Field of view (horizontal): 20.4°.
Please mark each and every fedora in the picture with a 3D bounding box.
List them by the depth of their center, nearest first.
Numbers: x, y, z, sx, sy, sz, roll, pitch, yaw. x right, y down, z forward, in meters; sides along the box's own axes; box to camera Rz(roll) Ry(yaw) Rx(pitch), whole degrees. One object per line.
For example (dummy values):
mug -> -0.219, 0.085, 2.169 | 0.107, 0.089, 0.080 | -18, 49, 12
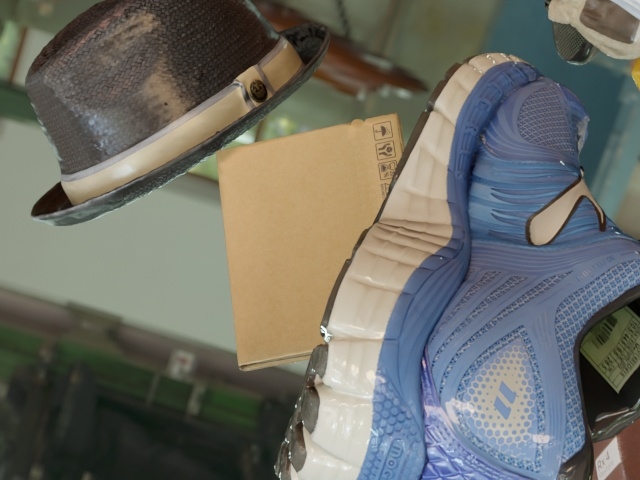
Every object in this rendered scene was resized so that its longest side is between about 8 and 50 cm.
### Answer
fedora -> -0.159, -0.157, 1.657 | 0.152, 0.334, 0.334 | 59, -176, -14

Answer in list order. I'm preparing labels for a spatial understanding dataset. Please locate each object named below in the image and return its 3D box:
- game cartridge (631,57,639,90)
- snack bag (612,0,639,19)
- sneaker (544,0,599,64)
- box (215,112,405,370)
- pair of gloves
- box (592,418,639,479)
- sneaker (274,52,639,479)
game cartridge -> 0.497, -0.255, 2.183 | 0.053, 0.323, 0.285 | 16, 159, 36
snack bag -> 0.408, -0.212, 1.393 | 0.323, 0.037, 0.342 | -34, -123, -23
sneaker -> 0.259, -0.281, 1.944 | 0.130, 0.227, 0.087 | -25, -130, -25
box -> 0.000, 0.000, 1.496 | 0.164, 0.201, 0.021 | -11, 157, 9
pair of gloves -> 0.343, -0.292, 1.774 | 0.204, 0.240, 0.042 | 21, -162, 22
box -> 0.401, 0.246, 1.534 | 0.381, 0.191, 0.143 | 5, -124, -13
sneaker -> 0.089, 0.026, 0.803 | 0.147, 0.130, 0.330 | 21, -146, 4
